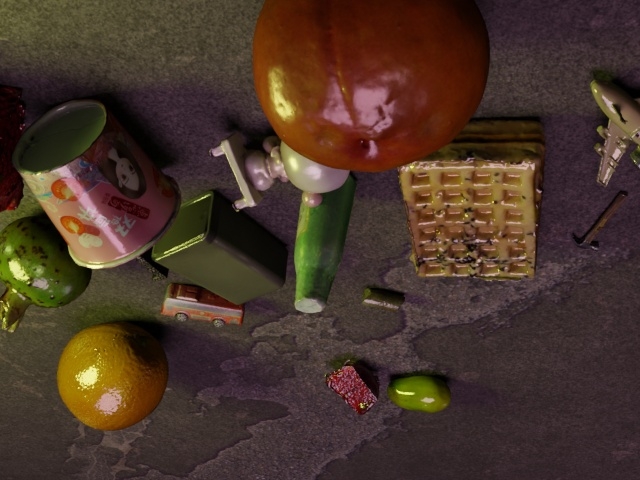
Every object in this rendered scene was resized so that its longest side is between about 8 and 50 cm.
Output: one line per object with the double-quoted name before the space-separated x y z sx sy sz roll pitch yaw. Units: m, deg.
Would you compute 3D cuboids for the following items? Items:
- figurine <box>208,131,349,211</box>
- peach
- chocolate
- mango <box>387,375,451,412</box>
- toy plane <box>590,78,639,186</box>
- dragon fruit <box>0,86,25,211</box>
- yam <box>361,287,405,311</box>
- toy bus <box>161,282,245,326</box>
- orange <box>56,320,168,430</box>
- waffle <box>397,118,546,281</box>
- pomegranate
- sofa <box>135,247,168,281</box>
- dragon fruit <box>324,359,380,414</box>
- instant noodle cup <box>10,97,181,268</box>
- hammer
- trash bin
"figurine" -0.050 -0.148 1.693 0.257 0.181 0.144 -14 176 24
"peach" 0.073 -0.256 1.370 0.343 0.301 0.342 5 145 4
"chocolate" 0.000 0.000 1.763 0.110 0.291 0.110 7 145 5
"mango" 0.258 0.398 2.487 0.163 0.089 0.117 1 155 28
"toy plane" 0.534 -0.187 1.588 0.256 0.104 0.242 26 127 -36
"dragon fruit" -0.614 -0.151 1.755 0.240 0.302 0.330 -25 152 -3
"yam" 0.140 0.135 2.155 0.094 0.043 0.043 15 145 -10
"toy bus" -0.270 0.148 2.224 0.192 0.065 0.077 9 134 -5
"orange" -0.507 0.327 2.343 0.274 0.274 0.274 4 145 3
"waffle" 0.279 -0.063 1.783 0.261 0.114 0.376 -1 145 9
"pomegranate" -0.596 0.068 2.004 0.211 0.263 0.211 30 160 12
"sofa" -0.377 0.035 2.074 0.039 0.060 0.118 -19 138 26
"dragon fruit" 0.093 0.361 2.462 0.102 0.096 0.147 -37 97 32
"instant noodle cup" -0.408 -0.110 1.731 0.243 0.243 0.231 -9 137 21
"hammer" 0.546 -0.038 1.865 0.062 0.017 0.182 11 144 -7
"trash bin" -0.200 0.023 1.981 0.164 0.122 0.240 -23 138 34
